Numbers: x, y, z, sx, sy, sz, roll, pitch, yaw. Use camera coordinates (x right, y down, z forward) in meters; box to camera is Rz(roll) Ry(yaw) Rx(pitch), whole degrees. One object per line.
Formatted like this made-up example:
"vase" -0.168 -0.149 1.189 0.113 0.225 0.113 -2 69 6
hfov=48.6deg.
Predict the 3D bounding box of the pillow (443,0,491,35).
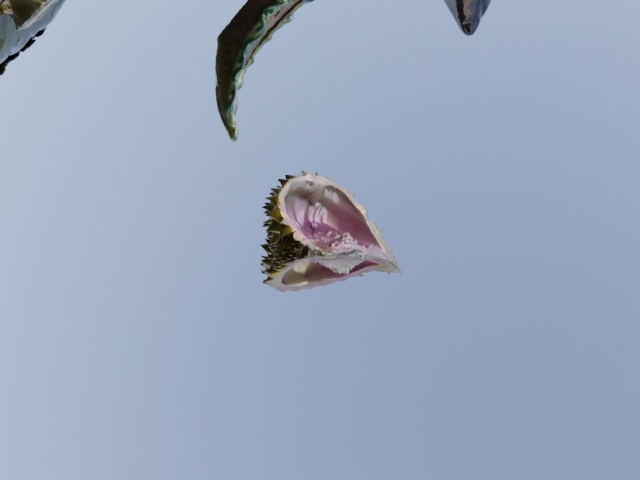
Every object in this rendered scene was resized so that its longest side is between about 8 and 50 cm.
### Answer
"pillow" 0.156 -0.362 0.715 0.105 0.250 0.186 -9 -120 -19

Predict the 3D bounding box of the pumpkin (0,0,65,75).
"pumpkin" -0.280 -0.236 0.446 0.291 0.257 0.328 -48 -166 5

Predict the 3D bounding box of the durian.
"durian" 0.001 -0.001 0.842 0.132 0.165 0.182 20 -143 41

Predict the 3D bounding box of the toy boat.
"toy boat" -0.083 -0.286 0.999 0.099 0.108 0.293 33 -97 -6
